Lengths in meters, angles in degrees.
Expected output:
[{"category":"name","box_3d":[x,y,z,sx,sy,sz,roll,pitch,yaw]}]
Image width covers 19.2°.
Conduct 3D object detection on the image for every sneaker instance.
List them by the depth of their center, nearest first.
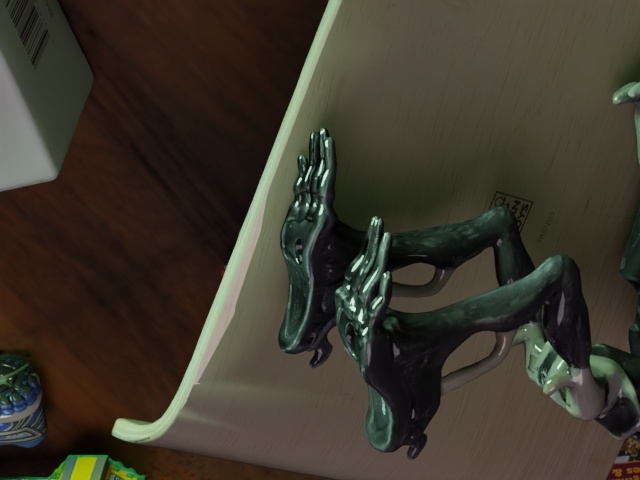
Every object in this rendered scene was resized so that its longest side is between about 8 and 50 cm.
[{"category":"sneaker","box_3d":[-0.216,0.106,1.062,0.135,0.052,0.058,-6,132,14]}]

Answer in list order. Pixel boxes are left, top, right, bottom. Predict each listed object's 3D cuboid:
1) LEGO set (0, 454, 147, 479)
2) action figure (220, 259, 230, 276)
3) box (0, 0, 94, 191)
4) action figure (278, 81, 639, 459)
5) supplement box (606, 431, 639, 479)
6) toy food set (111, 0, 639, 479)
[{"category":"LEGO set","box_3d":[-0.193,0.288,1.088,0.255,0.192,0.331,5,131,7]},{"category":"action figure","box_3d":[0.000,0.000,0.970,0.115,0.030,0.038,-18,127,21]},{"category":"box","box_3d":[-0.215,-0.088,0.893,0.170,0.091,0.130,-11,124,15]},{"category":"action figure","box_3d":[0.132,0.021,0.737,0.275,0.164,0.141,7,113,-20]},{"category":"supplement box","box_3d":[0.136,0.096,0.988,0.104,0.081,0.188,-6,124,13]},{"category":"toy food set","box_3d":[0.060,-0.026,0.829,0.219,0.092,0.306,15,104,-28]}]
